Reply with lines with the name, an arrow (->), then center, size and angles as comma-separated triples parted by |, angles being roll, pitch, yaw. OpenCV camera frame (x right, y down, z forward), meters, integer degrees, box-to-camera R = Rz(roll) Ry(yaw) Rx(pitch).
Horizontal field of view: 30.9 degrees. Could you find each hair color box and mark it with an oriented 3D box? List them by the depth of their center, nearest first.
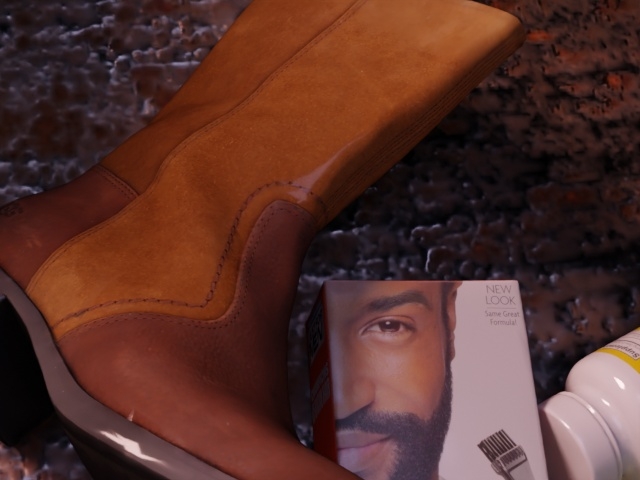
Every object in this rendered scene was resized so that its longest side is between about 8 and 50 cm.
hair color box -> 0.047, 0.103, 0.497 | 0.093, 0.053, 0.167 | 0, 64, -11

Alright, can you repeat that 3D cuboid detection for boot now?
boot -> 0.000, 0.000, 0.482 | 0.264, 0.096, 0.280 | 20, 53, 40

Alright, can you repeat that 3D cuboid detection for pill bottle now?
pill bottle -> 0.153, 0.072, 0.525 | 0.116, 0.065, 0.065 | -25, 72, -20
